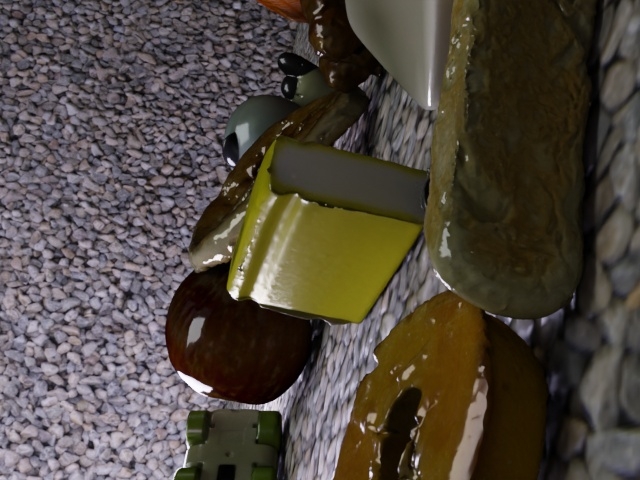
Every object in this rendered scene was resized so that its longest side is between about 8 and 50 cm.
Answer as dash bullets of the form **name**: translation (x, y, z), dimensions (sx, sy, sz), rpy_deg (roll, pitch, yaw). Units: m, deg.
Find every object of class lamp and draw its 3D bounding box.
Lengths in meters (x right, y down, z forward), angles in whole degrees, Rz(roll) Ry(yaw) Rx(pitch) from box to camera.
- **lamp**: translation (-0.062, -0.194, 1.417), dimensions (0.244, 0.197, 0.198), rpy_deg (-60, 6, -9)

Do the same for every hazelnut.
- **hazelnut**: translation (-0.125, 0.126, 1.169), dimensions (0.218, 0.234, 0.218), rpy_deg (-38, -41, -43)

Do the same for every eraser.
- **eraser**: translation (0.000, 0.000, 0.801), dimensions (0.226, 0.158, 0.069), rpy_deg (115, 163, -55)

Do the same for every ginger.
- **ginger**: translation (0.039, -0.355, 1.077), dimensions (0.357, 0.152, 0.274), rpy_deg (-88, 14, -58)

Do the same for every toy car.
- **toy car**: translation (-0.131, 0.385, 1.222), dimensions (0.235, 0.145, 0.235), rpy_deg (0, -90, -88)

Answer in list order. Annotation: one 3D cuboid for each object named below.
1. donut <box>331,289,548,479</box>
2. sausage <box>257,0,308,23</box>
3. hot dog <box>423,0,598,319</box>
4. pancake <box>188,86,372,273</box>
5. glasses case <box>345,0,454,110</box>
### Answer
- **donut**: translation (0.067, 0.119, 0.453), dimensions (0.178, 0.065, 0.162), rpy_deg (-67, 15, -4)
- **sausage**: translation (-0.048, -0.505, 1.355), dimensions (0.287, 0.233, 0.233), rpy_deg (-24, -51, -75)
- **hot dog**: translation (0.108, -0.068, 0.463), dimensions (0.073, 0.084, 0.242), rpy_deg (115, 165, -68)
- **pancake**: translation (-0.074, -0.093, 1.159), dimensions (0.356, 0.065, 0.356), rpy_deg (-44, 15, 16)
- **glasses case**: translation (0.068, -0.233, 0.523), dimensions (0.131, 0.070, 0.313), rpy_deg (54, 166, 29)
